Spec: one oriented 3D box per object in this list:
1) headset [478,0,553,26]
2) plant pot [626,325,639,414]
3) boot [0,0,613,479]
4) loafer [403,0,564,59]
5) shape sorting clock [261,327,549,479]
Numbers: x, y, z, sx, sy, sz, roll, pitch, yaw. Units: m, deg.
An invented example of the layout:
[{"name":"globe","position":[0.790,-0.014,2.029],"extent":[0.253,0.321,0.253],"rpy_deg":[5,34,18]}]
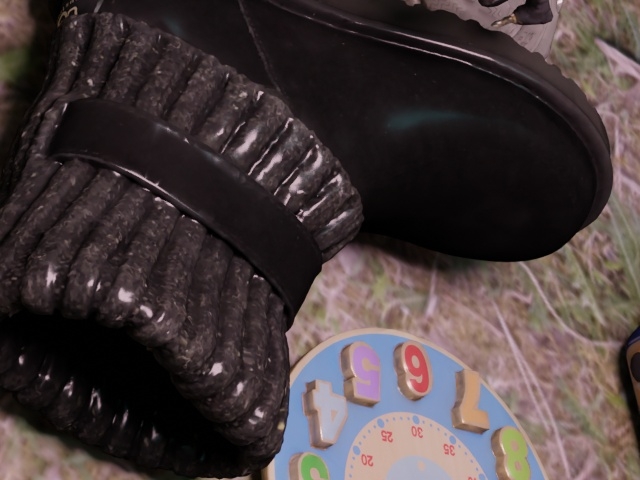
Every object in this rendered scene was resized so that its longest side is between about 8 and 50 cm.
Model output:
[{"name":"headset","position":[-0.005,-0.273,0.900],"extent":[0.185,0.243,0.394],"rpy_deg":[-13,61,-45]},{"name":"plant pot","position":[0.326,0.110,1.035],"extent":[0.212,0.236,0.236],"rpy_deg":[-2,70,-25]},{"name":"boot","position":[-0.003,0.002,0.870],"extent":[0.348,0.131,0.260],"rpy_deg":[20,49,-21]},{"name":"loafer","position":[0.115,-0.258,1.138],"extent":[0.111,0.112,0.319],"rpy_deg":[27,61,-36]},{"name":"shape sorting clock","position":[0.055,0.141,0.920],"extent":[0.206,0.040,0.206],"rpy_deg":[20,57,-34]}]
